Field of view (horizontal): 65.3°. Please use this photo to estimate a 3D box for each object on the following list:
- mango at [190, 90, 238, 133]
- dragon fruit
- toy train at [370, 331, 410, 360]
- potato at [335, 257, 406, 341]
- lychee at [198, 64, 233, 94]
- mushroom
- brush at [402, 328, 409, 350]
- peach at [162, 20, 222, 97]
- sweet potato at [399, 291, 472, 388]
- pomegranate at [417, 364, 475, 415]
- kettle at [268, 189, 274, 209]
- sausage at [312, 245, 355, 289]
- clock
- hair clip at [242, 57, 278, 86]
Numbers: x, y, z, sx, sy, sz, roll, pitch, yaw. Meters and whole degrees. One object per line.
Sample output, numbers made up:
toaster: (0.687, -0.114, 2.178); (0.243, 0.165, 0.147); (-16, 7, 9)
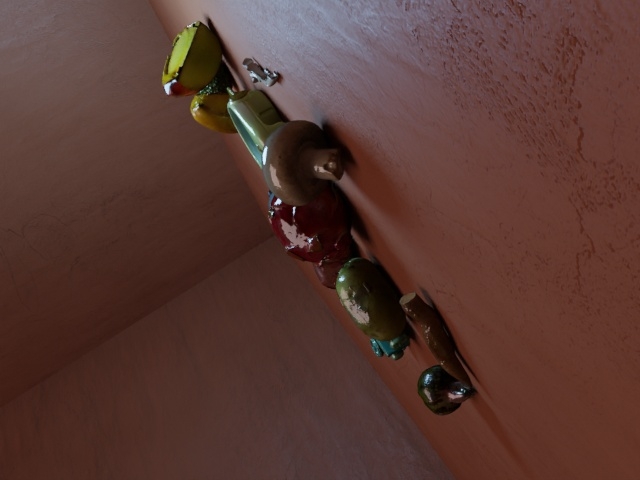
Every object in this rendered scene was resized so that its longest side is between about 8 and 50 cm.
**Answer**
mango: (-0.342, -0.464, 1.796); (0.126, 0.252, 0.154); (30, 109, 51)
dragon fruit: (-0.033, -0.066, 1.445); (0.250, 0.250, 0.315); (136, 120, -82)
toy train: (0.185, 0.251, 1.664); (0.298, 0.120, 0.194); (55, 165, 32)
potato: (0.165, 0.171, 1.477); (0.272, 0.160, 0.111); (58, 148, 1)
lychee: (-0.416, -0.611, 1.913); (0.171, 0.171, 0.171); (56, 172, 12)
mushroom: (-0.031, -0.181, 1.176); (0.204, 0.204, 0.204); (56, 172, 12)
brush: (0.294, 0.350, 1.745); (0.179, 0.030, 0.033); (92, 156, -57)
peach: (-0.448, -0.605, 1.745); (0.153, 0.268, 0.158); (20, 179, -41)
sweet potato: (0.294, 0.248, 1.244); (0.067, 0.059, 0.281); (-19, 111, 45)
pomegranate: (0.339, 0.415, 1.371); (0.163, 0.125, 0.138); (179, 72, -80)
kettle: (-0.121, -0.133, 2.073); (0.210, 0.160, 0.243); (31, -172, -16)
sausage: (0.045, 0.067, 1.700); (0.152, 0.152, 0.280); (52, 169, 34)
clock: (-0.191, -0.357, 1.630); (0.348, 0.117, 0.286); (55, 172, 25)
hair clip: (-0.155, -0.447, 1.368); (0.226, 0.034, 0.072); (45, 168, 51)
